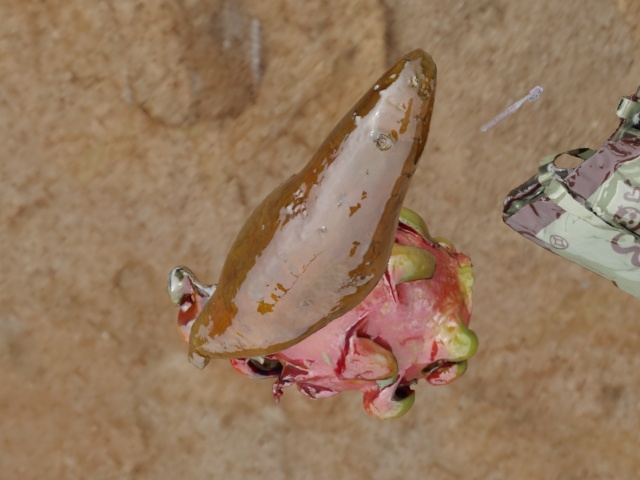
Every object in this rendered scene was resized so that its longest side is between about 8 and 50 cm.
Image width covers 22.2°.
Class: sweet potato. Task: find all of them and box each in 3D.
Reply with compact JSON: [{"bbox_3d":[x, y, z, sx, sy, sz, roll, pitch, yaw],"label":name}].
[{"bbox_3d":[-0.003,0.004,1.273,0.112,0.112,0.359,42,126,-3],"label":"sweet potato"}]

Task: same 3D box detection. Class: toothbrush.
[{"bbox_3d":[0.148,-0.101,1.269,0.006,0.008,0.097,30,157,-12],"label":"toothbrush"}]

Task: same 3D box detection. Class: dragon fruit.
[{"bbox_3d":[0.011,0.077,1.732,0.307,0.228,0.243,-28,128,25],"label":"dragon fruit"}]

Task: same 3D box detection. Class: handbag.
[{"bbox_3d":[0.306,-0.031,1.377,0.235,0.127,0.213,29,127,-23],"label":"handbag"}]
